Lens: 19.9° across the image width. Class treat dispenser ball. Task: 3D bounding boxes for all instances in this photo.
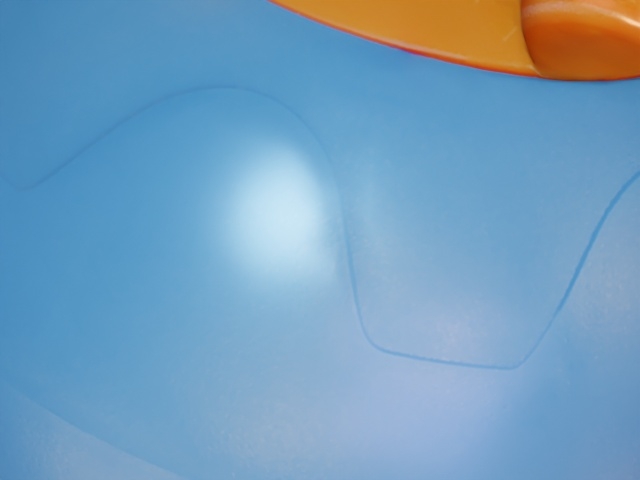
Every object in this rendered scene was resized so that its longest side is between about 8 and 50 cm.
[{"bbox_3d":[0.000,0.000,0.595,0.288,0.288,0.288,-17,133,-19],"label":"treat dispenser ball"}]
